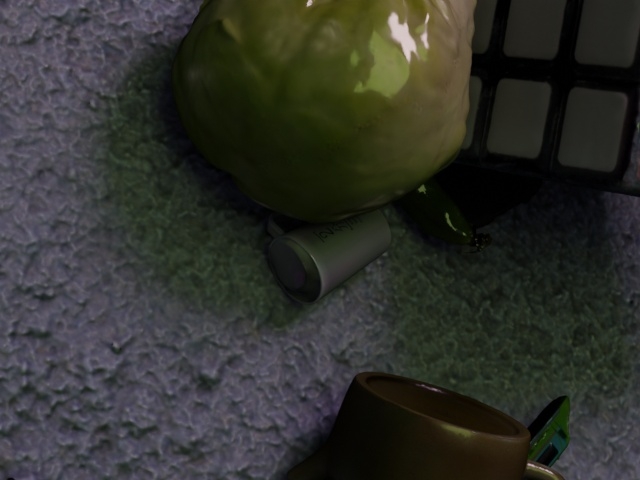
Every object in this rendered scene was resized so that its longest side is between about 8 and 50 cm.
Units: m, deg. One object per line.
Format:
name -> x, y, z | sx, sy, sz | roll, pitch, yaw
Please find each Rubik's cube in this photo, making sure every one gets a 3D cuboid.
Rubik's cube -> 0.321, -0.195, 1.678 | 0.305, 0.301, 0.303 | 10, 93, -37

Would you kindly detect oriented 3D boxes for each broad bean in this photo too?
broad bean -> 0.084, -0.085, 1.736 | 0.254, 0.065, 0.046 | 56, 20, 4

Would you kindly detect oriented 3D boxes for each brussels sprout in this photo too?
brussels sprout -> 0.017, -0.156, 1.610 | 0.317, 0.242, 0.273 | -22, 66, -1

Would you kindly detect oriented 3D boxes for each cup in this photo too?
cup -> 0.000, 0.000, 1.666 | 0.116, 0.074, 0.104 | -31, 61, -35

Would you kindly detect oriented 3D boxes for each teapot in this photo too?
teapot -> 0.103, 0.239, 1.576 | 0.268, 0.185, 0.175 | 18, 99, 3

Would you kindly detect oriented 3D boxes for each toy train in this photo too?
toy train -> 0.204, 0.242, 1.701 | 0.042, 0.044, 0.209 | 50, 59, -5

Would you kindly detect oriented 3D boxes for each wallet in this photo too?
wallet -> 0.132, -0.152, 1.799 | 0.146, 0.030, 0.285 | -27, 88, -34
